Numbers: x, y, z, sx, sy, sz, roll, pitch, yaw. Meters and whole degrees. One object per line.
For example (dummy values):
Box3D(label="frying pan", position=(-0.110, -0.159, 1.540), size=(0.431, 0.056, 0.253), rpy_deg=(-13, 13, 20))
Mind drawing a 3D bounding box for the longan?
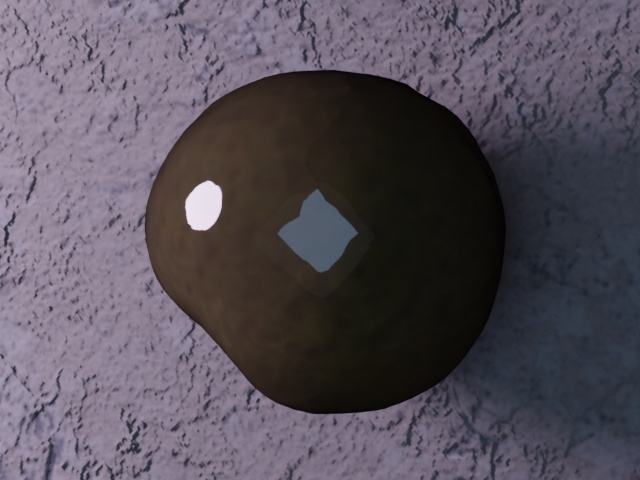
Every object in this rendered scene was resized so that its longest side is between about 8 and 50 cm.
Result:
Box3D(label="longan", position=(0.000, 0.000, 0.999), size=(0.248, 0.248, 0.248), rpy_deg=(0, 89, 18))
